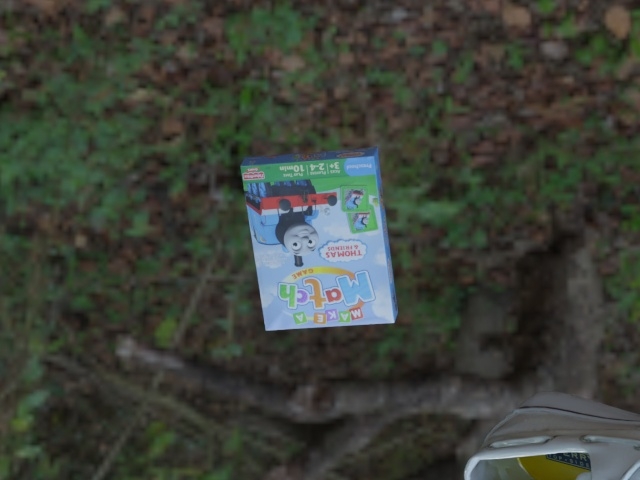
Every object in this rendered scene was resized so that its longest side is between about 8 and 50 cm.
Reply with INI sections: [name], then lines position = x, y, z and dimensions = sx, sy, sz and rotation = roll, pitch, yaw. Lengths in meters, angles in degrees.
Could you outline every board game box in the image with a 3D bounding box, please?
[board game box]
position = 0.000, 0.000, 1.912
dimensions = 0.160, 0.212, 0.039
rotation = -4, -158, 11

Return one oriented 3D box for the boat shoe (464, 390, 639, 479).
[boat shoe]
position = 0.263, 0.216, 1.372
dimensions = 0.156, 0.136, 0.367
rotation = -31, -155, -36
